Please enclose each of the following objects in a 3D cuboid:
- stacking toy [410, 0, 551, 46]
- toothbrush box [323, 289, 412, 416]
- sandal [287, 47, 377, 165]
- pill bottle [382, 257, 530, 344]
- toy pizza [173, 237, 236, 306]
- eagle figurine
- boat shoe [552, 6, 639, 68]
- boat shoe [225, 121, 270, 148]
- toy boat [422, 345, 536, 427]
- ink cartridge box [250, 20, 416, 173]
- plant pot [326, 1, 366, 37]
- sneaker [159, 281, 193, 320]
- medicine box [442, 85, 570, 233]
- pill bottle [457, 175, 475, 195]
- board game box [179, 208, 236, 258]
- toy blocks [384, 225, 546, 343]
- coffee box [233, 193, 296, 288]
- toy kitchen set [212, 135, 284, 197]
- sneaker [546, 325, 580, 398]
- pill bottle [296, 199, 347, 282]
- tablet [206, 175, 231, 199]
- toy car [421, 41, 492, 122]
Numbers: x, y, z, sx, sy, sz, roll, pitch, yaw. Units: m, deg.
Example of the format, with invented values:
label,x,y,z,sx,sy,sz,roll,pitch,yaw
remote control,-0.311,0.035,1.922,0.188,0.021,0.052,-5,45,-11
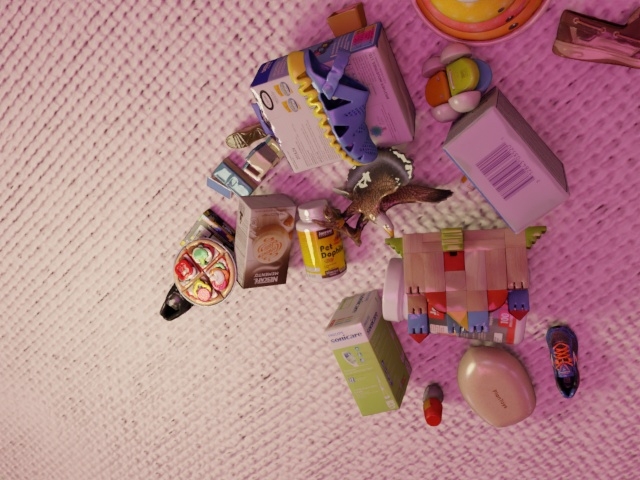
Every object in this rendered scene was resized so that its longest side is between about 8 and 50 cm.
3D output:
label,x,y,z,sx,sy,sz,roll,pitch,yaw
stacking toy,0.312,-0.547,1.476,0.351,0.480,0.350,7,114,15
toothbrush box,0.141,0.316,2.045,0.122,0.206,0.283,-17,107,23
sandal,0.055,-0.311,1.652,0.138,0.126,0.317,-23,120,22
pill bottle,0.357,0.150,1.906,0.363,0.210,0.210,5,113,15
toy pizza,-0.334,0.093,2.058,0.201,0.032,0.201,2,97,18
eagle figurine,0.159,-0.108,1.853,0.298,0.226,0.225,-43,88,22
boat shoe,0.699,-0.453,1.603,0.342,0.123,0.123,13,117,18
boat shoe,-0.195,-0.290,1.983,0.135,0.045,0.050,-14,115,18
toy boat,0.432,0.421,2.051,0.318,0.148,0.267,-25,108,17
ink cartridge box,0.009,-0.341,1.808,0.396,0.151,0.270,-14,124,20
plant pot,0.073,-0.529,1.784,0.081,0.081,0.083,-15,113,22
sneaker,-0.392,0.149,2.149,0.107,0.124,0.283,37,131,1
medicine box,0.435,-0.196,1.692,0.149,0.289,0.263,-39,97,24
pill bottle,0.389,-0.156,1.862,0.043,0.043,0.083,38,118,-1
board game box,-0.311,0.012,2.144,0.170,0.048,0.141,41,119,-3
toy blocks,0.349,0.111,1.731,0.381,0.191,0.260,-4,80,12
coffee box,-0.160,0.001,2.030,0.141,0.098,0.246,-5,118,-26
toy kitchen set,-0.209,-0.198,1.957,0.122,0.166,0.207,42,117,-4
sneaker,0.664,0.330,1.957,0.083,0.087,0.221,-13,108,21
pill bottle,0.000,0.000,2.004,0.117,0.117,0.215,-6,110,19
tablet,-0.292,-0.152,2.076,0.083,0.006,0.054,31,153,4
toy car,0.336,-0.376,1.729,0.182,0.136,0.159,-24,76,63
